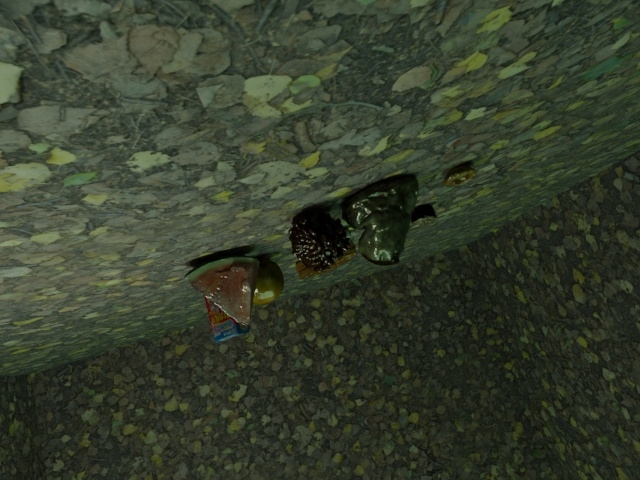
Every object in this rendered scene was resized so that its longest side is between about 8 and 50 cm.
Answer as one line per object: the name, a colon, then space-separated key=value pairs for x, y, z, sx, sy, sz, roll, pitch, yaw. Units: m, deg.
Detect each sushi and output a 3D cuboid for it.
sushi: x=0.473 y=-0.116 z=1.962 sx=0.150 sy=0.078 sz=0.090 roll=-4 pitch=161 yaw=-45

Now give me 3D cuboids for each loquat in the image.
loquat: x=-0.278 y=0.205 z=1.951 sx=0.213 sy=0.213 sz=0.246 roll=-8 pitch=126 yaw=-36

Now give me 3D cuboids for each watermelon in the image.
watermelon: x=-0.367 y=0.180 z=1.746 sx=0.283 sy=0.292 sz=0.250 roll=-19 pitch=-163 yaw=1

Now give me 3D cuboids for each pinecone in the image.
pinecone: x=0.000 y=0.000 z=1.504 sx=0.221 sy=0.221 sz=0.221 roll=-17 pitch=168 yaw=-4

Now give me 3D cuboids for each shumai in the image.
shumai: x=0.241 y=-0.049 z=1.510 sx=0.304 sy=0.263 sz=0.309 roll=-22 pitch=167 yaw=28

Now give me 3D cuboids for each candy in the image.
candy: x=-0.443 y=0.302 z=1.971 sx=0.157 sy=0.306 sz=0.100 roll=-24 pitch=166 yaw=29

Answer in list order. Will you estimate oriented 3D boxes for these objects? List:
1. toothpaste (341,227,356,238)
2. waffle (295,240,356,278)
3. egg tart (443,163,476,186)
toothpaste: x=0.028 y=-0.011 z=1.876 sx=0.268 sy=0.047 sz=0.069 roll=-13 pitch=-174 yaw=-9
waffle: x=0.025 y=0.104 z=2.260 sx=0.224 sy=0.098 sz=0.328 roll=-12 pitch=167 yaw=-33
egg tart: x=0.504 y=-0.237 z=1.541 sx=0.130 sy=0.052 sz=0.130 roll=-16 pitch=166 yaw=-4
